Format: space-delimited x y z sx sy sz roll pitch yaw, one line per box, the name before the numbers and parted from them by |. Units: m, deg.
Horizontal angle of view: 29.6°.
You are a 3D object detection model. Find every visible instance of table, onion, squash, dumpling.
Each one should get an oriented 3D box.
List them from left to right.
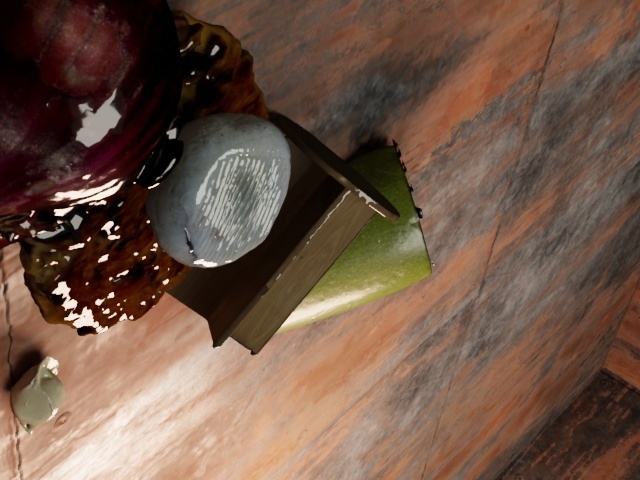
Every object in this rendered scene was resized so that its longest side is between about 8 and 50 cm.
onion | -0.199 -0.100 0.736 0.221 0.281 0.281 42 82 -32
dumpling | -0.275 0.146 1.174 0.052 0.057 0.076 -18 124 3
table | -0.050 0.005 1.290 0.226 0.167 0.167 -50 157 8
squash | 0.000 0.000 1.512 0.260 0.189 0.189 -18 153 4

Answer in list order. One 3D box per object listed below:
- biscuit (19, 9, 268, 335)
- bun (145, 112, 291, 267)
biscuit | -0.162 -0.057 1.075 0.289 0.081 0.334 -47 158 -21
bun | -0.092 -0.047 1.021 0.141 0.083 0.141 -37 145 -32
